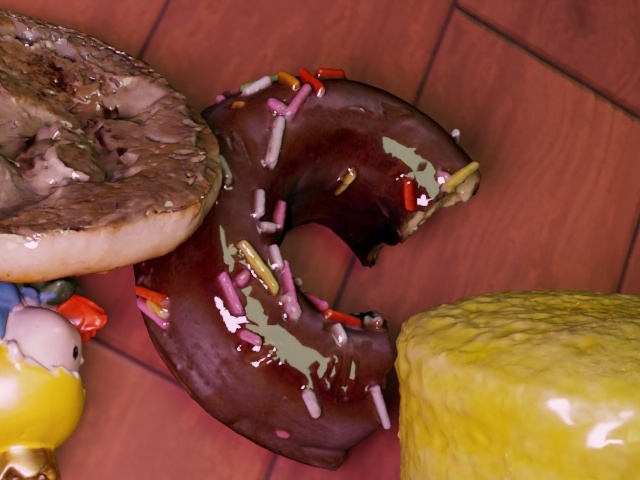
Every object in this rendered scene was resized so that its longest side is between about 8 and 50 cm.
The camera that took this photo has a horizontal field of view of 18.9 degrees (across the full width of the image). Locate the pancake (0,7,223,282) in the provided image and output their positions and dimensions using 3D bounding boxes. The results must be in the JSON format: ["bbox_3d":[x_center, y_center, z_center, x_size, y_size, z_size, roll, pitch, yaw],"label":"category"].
[{"bbox_3d":[-0.259,-0.082,1.453,0.387,0.082,0.387,12,29,-7],"label":"pancake"}]

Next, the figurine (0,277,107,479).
[{"bbox_3d":[-0.220,0.072,1.480,0.185,0.127,0.234,-10,63,-42],"label":"figurine"}]

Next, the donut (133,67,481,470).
[{"bbox_3d":[-0.020,-0.009,1.601,0.259,0.136,0.345,34,56,-13],"label":"donut"}]

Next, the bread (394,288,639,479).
[{"bbox_3d":[0.228,0.198,1.485,0.348,0.348,0.308,-4,101,-28],"label":"bread"}]
